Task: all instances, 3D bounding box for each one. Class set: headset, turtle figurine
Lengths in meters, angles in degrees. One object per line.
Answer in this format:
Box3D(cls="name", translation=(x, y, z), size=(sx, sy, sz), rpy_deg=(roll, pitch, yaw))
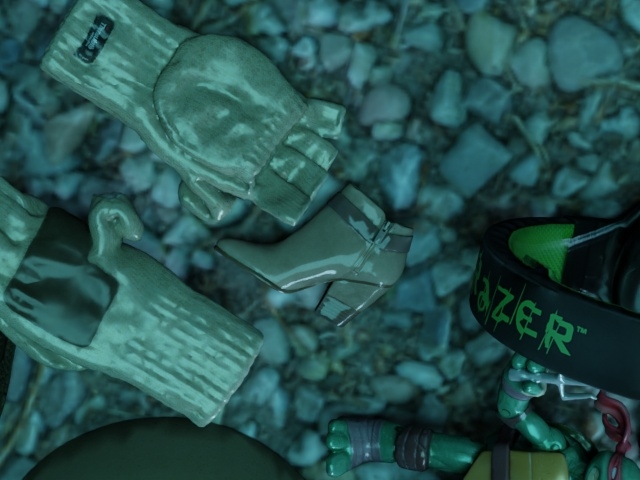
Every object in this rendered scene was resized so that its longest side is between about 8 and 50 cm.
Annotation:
Box3D(cls="headset", translation=(0.288, 0.023, 1.036), size=(0.394, 0.243, 0.185), rpy_deg=(5, 106, -27))
Box3D(cls="turtle figurine", translation=(0.124, 0.165, 1.095), size=(0.234, 0.118, 0.175), rpy_deg=(-8, 79, 26))

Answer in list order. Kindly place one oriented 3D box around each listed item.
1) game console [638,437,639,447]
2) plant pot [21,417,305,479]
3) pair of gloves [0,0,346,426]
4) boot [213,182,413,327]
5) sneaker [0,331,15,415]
Box3D(cls="game console", translation=(0.304, 0.159, 1.150), size=(0.144, 0.085, 0.124), rpy_deg=(-13, 109, 0))
Box3D(cls="plant pot", translation=(-0.104, 0.286, 1.059), size=(0.256, 0.274, 0.256), rpy_deg=(-1, 108, -4))
Box3D(cls="pair of gloves", translation=(-0.110, -0.023, 1.050), size=(0.204, 0.042, 0.240), rpy_deg=(25, 85, -10))
Box3D(cls="boot", translation=(0.000, 0.000, 1.098), size=(0.118, 0.042, 0.087), rpy_deg=(30, 97, -15))
Box3D(cls="sneaker", translation=(-0.247, 0.081, 1.098), size=(0.071, 0.066, 0.188), rpy_deg=(18, 101, 7))
